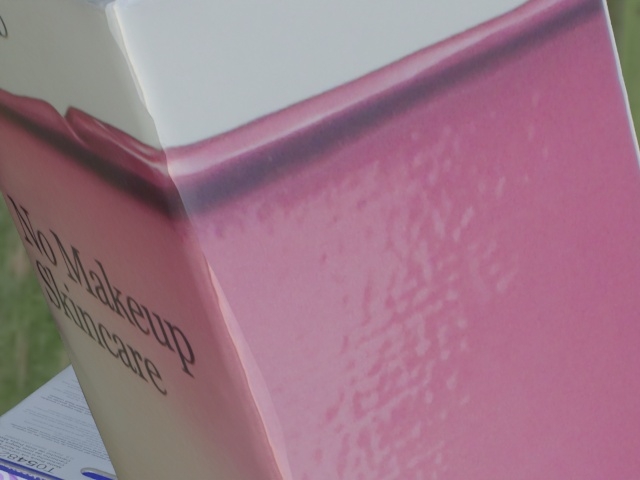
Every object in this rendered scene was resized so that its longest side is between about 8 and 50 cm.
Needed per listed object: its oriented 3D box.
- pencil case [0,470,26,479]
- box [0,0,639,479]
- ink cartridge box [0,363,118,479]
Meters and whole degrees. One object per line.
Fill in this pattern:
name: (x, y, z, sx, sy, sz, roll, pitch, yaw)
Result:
pencil case: (-0.331, 0.229, 1.603, 0.206, 0.088, 0.086, 7, 115, -46)
box: (0.000, 0.000, 0.506, 0.148, 0.127, 0.232, 28, -38, 55)
ink cartridge box: (-0.108, 0.157, 1.284, 0.224, 0.223, 0.045, -37, 142, -67)
